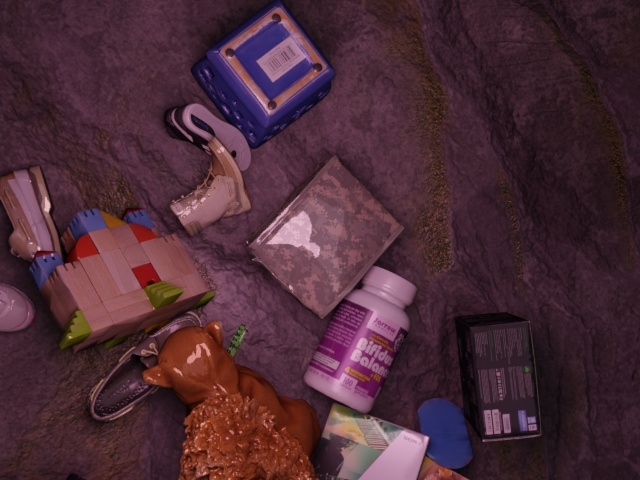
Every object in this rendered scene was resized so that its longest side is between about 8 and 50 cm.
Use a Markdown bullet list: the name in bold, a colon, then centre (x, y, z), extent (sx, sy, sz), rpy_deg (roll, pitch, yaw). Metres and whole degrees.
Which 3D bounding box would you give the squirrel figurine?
- **squirrel figurine**: centre (-0.175, 0.345, 1.623), extent (0.281, 0.397, 0.370), rpy_deg (-31, 110, -6)

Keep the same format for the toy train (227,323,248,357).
- **toy train**: centre (-0.187, 0.226, 1.827), extent (0.023, 0.017, 0.083), rpy_deg (32, 81, -21)

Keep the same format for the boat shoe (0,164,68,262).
- **boat shoe**: centre (-0.591, 0.000, 1.694), extent (0.103, 0.113, 0.302), rpy_deg (-16, 81, -13)

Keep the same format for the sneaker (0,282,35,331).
- **sneaker**: centre (-0.705, 0.118, 1.653), extent (0.252, 0.111, 0.103), rpy_deg (23, 83, -12)

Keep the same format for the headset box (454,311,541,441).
- **headset box**: centre (0.390, 0.295, 1.839), extent (0.131, 0.283, 0.246), rpy_deg (-6, 88, 2)

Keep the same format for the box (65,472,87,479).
- **box**: centre (-0.416, 0.627, 1.612), extent (0.296, 0.294, 0.183), rpy_deg (32, 79, -11)

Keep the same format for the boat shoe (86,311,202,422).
- **boat shoe**: centre (-0.369, 0.270, 1.741), extent (0.305, 0.091, 0.109), rpy_deg (-43, 98, -12)

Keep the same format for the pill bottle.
- **pill bottle**: centre (0.098, 0.215, 1.819), extent (0.169, 0.169, 0.302), rpy_deg (28, 82, -11)

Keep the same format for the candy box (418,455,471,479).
- **candy box**: centre (0.201, 0.651, 1.869), extent (0.183, 0.087, 0.316), rpy_deg (31, 81, -9)

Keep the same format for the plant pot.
- **plant pot**: centre (-0.115, -0.365, 1.767), extent (0.236, 0.212, 0.236), rpy_deg (-39, 96, -12)

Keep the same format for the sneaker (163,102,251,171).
- **sneaker**: centre (-0.255, -0.230, 1.800), extent (0.217, 0.121, 0.079), rpy_deg (43, 63, -43)

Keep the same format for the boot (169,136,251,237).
- **boot**: centre (-0.247, -0.109, 1.748), extent (0.165, 0.213, 0.077), rpy_deg (-27, 50, -10)

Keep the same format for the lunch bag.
- **lunch bag**: centre (0.000, 0.000, 1.804), extent (0.235, 0.169, 0.287), rpy_deg (45, 74, -9)

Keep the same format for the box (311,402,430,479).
- **box**: centre (0.086, 0.549, 1.807), extent (0.232, 0.058, 0.322), rpy_deg (17, 78, 13)

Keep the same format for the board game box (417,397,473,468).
- **board game box**: centre (0.282, 0.453, 1.906), extent (0.133, 0.033, 0.169), rpy_deg (8, 55, -27)

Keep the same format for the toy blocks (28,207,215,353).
- **toy blocks**: centre (-0.414, 0.052, 1.633), extent (0.381, 0.191, 0.261), rpy_deg (-19, 72, -47)
